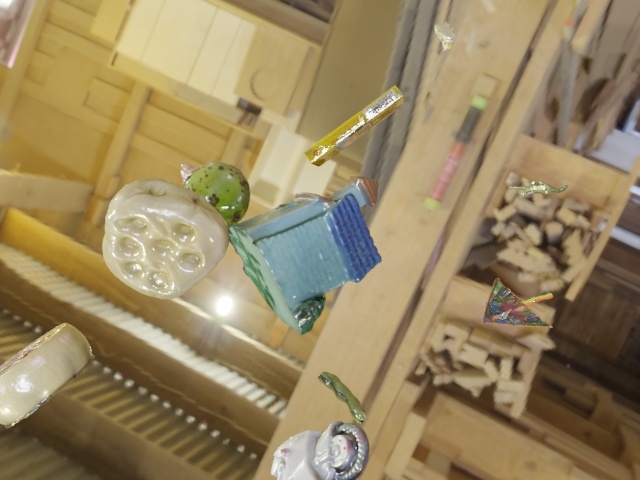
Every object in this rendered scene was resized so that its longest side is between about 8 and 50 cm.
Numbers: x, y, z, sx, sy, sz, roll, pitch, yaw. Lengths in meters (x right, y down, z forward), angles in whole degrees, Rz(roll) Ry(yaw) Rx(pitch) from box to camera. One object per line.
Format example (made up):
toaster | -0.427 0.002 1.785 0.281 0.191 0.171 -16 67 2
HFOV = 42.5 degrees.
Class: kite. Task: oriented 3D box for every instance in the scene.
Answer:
kite | 0.383 0.134 1.617 0.190 0.159 0.010 37 -142 -28

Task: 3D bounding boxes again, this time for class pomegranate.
pomegranate | -0.318 -0.137 2.318 0.248 0.214 0.214 39 -165 27

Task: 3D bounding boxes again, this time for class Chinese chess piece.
Chinese chess piece | -0.655 0.307 1.899 0.112 0.270 0.270 55 -176 -11

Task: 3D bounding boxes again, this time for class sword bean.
sword bean | 0.055 0.385 2.055 0.038 0.043 0.269 25 -176 -23

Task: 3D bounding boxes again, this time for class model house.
model house | 0.000 0.000 1.834 0.252 0.329 0.295 60 167 -12

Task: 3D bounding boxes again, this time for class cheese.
cheese | -0.274 -0.009 1.435 0.117 0.235 0.218 -79 -31 -55

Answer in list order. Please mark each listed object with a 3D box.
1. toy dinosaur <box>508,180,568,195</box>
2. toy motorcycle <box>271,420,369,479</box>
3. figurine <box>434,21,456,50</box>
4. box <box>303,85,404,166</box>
toy dinosaur | 0.438 -0.103 1.671 0.060 0.029 0.119 4 176 -45
toy motorcycle | -0.022 0.348 1.047 0.110 0.260 0.170 24 171 -35
figurine | 0.323 -0.523 2.121 0.047 0.051 0.083 -13 -134 -3
box | 0.049 -0.157 1.152 0.023 0.155 0.087 54 -173 -1
